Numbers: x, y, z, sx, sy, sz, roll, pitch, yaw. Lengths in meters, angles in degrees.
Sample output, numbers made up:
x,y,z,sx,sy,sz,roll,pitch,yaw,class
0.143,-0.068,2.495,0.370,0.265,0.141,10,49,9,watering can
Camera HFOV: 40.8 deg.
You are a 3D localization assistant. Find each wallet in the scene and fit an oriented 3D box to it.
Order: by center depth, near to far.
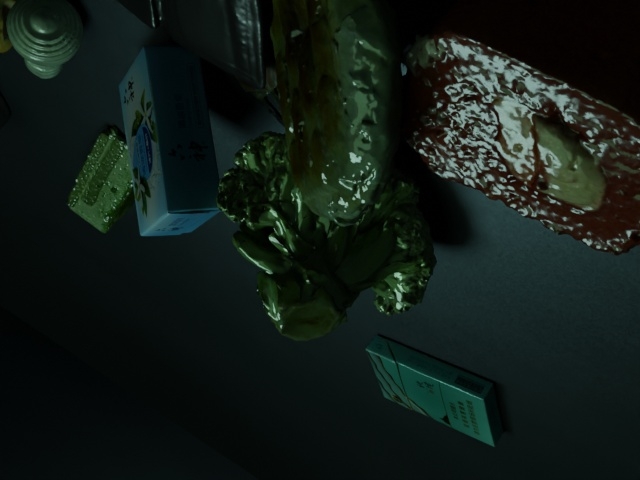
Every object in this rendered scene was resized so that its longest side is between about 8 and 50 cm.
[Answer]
x,y,z,sx,sy,sz,roll,pitch,yaw,class
-0.190,-0.333,1.020,0.323,0.041,0.247,34,153,16,wallet

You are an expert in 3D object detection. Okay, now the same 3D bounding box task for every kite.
x,y,z,sx,sy,sz,roll,pitch,yaw,class
-0.070,-0.196,1.123,0.127,0.016,0.229,0,132,55,kite

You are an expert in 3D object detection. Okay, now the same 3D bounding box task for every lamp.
x,y,z,sx,sy,sz,roll,pitch,yaw,class
-0.416,-0.302,1.295,0.106,0.106,0.193,44,162,-11,lamp

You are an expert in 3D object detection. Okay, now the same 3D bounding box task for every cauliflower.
x,y,z,sx,sy,sz,roll,pitch,yaw,class
0.000,0.000,1.074,0.275,0.250,0.272,8,147,15,cauliflower

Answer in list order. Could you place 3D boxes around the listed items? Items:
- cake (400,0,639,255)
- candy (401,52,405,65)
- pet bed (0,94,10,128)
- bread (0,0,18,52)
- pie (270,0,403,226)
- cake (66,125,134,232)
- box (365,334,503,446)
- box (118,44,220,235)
x,y,z,sx,sy,sz,roll,pitch,yaw,class
0.205,-0.122,0.743,0.283,0.151,0.177,31,157,25,cake
0.050,-0.188,0.949,0.053,0.046,0.182,39,159,-9,candy
-0.709,-0.212,1.673,0.159,0.210,0.183,28,152,-1,pet bed
-0.532,-0.376,1.329,0.173,0.085,0.134,32,150,15,bread
0.006,-0.165,0.844,0.306,0.071,0.306,171,90,-71,pie
-0.390,-0.106,1.568,0.100,0.099,0.235,38,153,-4,cake
0.195,0.258,1.477,0.229,0.041,0.162,20,148,32,box
-0.207,-0.132,1.177,0.143,0.083,0.232,-25,74,62,box
